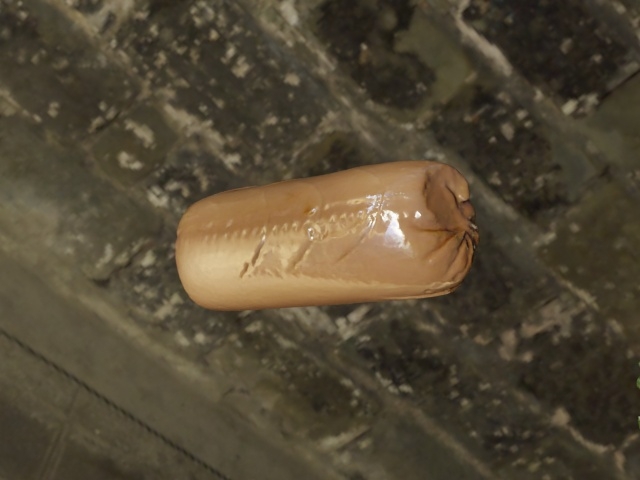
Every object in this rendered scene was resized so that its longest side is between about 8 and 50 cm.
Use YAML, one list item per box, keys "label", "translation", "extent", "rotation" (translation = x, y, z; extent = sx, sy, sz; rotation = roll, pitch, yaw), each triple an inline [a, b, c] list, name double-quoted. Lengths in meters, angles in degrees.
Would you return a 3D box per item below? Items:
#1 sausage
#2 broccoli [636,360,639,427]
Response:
- label: "sausage"
  translation: [0.001, 0.000, 0.903]
  extent: [0.121, 0.304, 0.121]
  rotation: [12, 75, -51]
- label: "broccoli"
  translation: [0.427, 0.221, 0.961]
  extent: [0.277, 0.338, 0.317]
  rotation: [12, 28, 6]
